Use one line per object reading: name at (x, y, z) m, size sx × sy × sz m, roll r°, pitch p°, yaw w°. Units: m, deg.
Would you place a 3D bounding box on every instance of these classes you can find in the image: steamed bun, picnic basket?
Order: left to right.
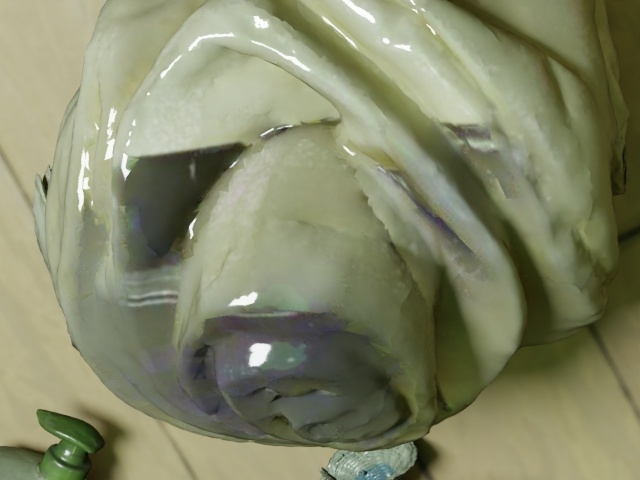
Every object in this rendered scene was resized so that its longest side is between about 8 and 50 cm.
steamed bun at (0.000, 0.000, 1.098) m, size 0.346 × 0.237 × 0.394 m, roll 39°, pitch 123°, yaw -20°
picnic basket at (0.024, 0.152, 1.269) m, size 0.083 × 0.065 × 0.083 m, roll -28°, pitch 116°, yaw 22°

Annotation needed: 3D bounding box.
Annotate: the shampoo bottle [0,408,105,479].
shampoo bottle at (-0.207, 0.220, 1.321) m, size 0.118 × 0.087 × 0.234 m, roll 30°, pitch 109°, yaw 5°
